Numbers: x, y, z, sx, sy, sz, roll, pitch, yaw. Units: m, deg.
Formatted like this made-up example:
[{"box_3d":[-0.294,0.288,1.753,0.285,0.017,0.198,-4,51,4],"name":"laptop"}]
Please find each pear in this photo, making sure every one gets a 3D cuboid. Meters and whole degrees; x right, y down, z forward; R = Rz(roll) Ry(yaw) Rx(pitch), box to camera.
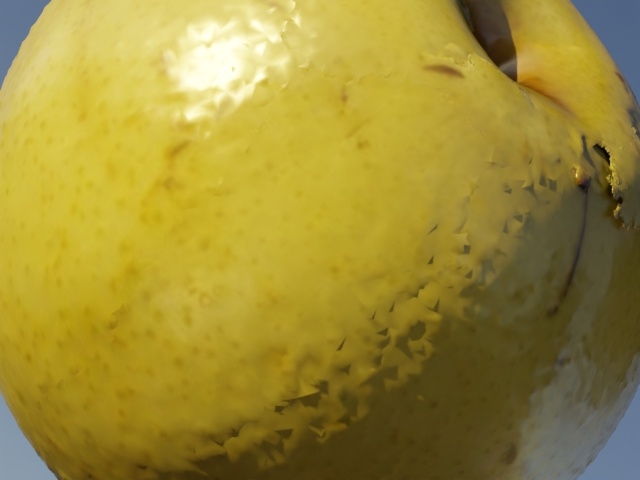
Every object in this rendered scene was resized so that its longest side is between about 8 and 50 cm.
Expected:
[{"box_3d":[0.000,0.000,0.675,0.348,0.348,0.348,30,-25,15],"name":"pear"}]
